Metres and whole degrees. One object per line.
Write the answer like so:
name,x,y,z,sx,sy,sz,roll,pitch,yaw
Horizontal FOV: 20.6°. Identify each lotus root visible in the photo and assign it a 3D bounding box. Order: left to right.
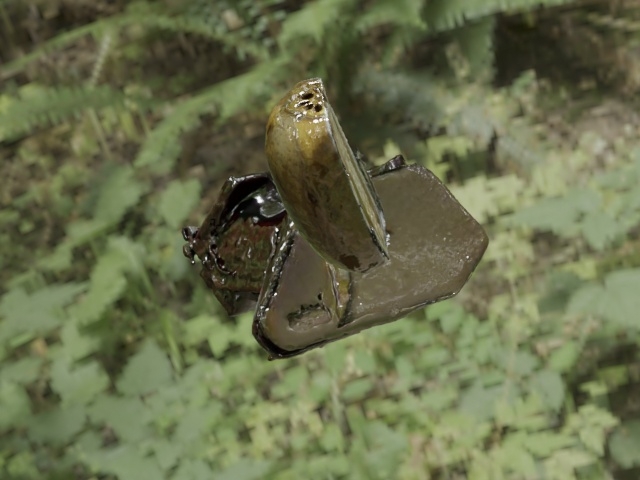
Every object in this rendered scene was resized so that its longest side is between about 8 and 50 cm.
lotus root,0.001,-0.016,0.618,0.030,0.083,0.037,-17,47,11

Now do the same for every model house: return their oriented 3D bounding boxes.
model house,0.007,0.008,1.359,0.203,0.141,0.164,-11,0,-24
